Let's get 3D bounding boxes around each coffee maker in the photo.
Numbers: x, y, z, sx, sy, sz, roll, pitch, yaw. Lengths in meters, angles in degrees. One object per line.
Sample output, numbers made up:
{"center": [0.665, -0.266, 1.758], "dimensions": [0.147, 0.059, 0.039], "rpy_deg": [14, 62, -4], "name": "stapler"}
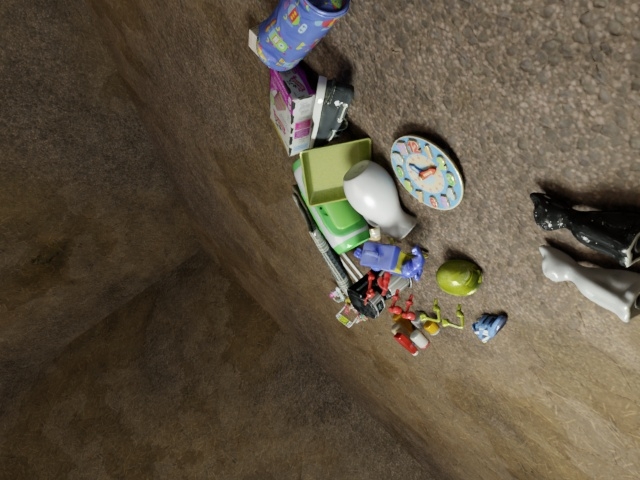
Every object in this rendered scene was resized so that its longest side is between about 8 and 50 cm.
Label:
{"center": [0.175, 0.150, 1.511], "dimensions": [0.120, 0.178, 0.171], "rpy_deg": [58, 157, -13], "name": "coffee maker"}

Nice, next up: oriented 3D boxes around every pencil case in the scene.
{"center": [-0.049, -0.486, 1.045], "dimensions": [0.133, 0.119, 0.306], "rpy_deg": [40, 162, -16], "name": "pencil case"}

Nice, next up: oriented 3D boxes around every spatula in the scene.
{"center": [0.116, 0.129, 1.809], "dimensions": [0.242, 0.019, 0.168], "rpy_deg": [50, 160, 1], "name": "spatula"}

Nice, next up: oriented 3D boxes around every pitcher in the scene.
{"center": [0.137, -0.107, 1.269], "dimensions": [0.207, 0.125, 0.177], "rpy_deg": [50, 158, -25], "name": "pitcher"}

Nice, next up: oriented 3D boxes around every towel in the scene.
{"center": [0.000, 0.000, 1.586], "dimensions": [0.312, 0.056, 0.324], "rpy_deg": [58, -175, -35], "name": "towel"}

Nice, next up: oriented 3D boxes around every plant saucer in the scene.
{"center": [0.043, -0.190, 1.277], "dimensions": [0.188, 0.188, 0.045], "rpy_deg": [82, 174, -45], "name": "plant saucer"}

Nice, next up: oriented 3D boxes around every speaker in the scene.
{"center": [0.032, -0.114, 1.397], "dimensions": [0.297, 0.131, 0.131], "rpy_deg": [62, 159, 5], "name": "speaker"}

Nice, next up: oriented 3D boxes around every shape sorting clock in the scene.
{"center": [0.241, -0.153, 1.097], "dimensions": [0.206, 0.040, 0.206], "rpy_deg": [42, 156, 23], "name": "shape sorting clock"}

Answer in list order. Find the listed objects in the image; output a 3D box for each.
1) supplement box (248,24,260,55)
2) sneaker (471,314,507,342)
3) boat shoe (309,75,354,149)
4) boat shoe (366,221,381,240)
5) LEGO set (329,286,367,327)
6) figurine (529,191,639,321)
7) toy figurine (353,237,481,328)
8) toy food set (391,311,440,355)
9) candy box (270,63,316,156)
{"center": [-0.152, -0.528, 1.297], "dimensions": [0.098, 0.036, 0.062], "rpy_deg": [48, 158, 9], "name": "supplement box"}
{"center": [0.446, 0.227, 1.265], "dimensions": [0.059, 0.053, 0.144], "rpy_deg": [47, 157, 17], "name": "sneaker"}
{"center": [0.025, -0.301, 1.212], "dimensions": [0.091, 0.115, 0.302], "rpy_deg": [11, 169, -1], "name": "boat shoe"}
{"center": [0.124, -0.031, 1.487], "dimensions": [0.170, 0.063, 0.059], "rpy_deg": [17, 134, 54], "name": "boat shoe"}
{"center": [0.130, 0.282, 1.863], "dimensions": [0.132, 0.107, 0.287], "rpy_deg": [49, 166, -25], "name": "LEGO set"}
{"center": [0.478, 0.022, 0.859], "dimensions": [0.209, 0.092, 0.215], "rpy_deg": [35, 155, 53], "name": "figurine"}
{"center": [0.198, 0.087, 1.237], "dimensions": [0.217, 0.191, 0.362], "rpy_deg": [28, 169, -40], "name": "toy figurine"}
{"center": [0.321, 0.313, 1.578], "dimensions": [0.104, 0.111, 0.232], "rpy_deg": [45, 160, -15], "name": "toy food set"}
{"center": [-0.081, -0.366, 1.305], "dimensions": [0.233, 0.071, 0.159], "rpy_deg": [100, 147, -62], "name": "candy box"}
